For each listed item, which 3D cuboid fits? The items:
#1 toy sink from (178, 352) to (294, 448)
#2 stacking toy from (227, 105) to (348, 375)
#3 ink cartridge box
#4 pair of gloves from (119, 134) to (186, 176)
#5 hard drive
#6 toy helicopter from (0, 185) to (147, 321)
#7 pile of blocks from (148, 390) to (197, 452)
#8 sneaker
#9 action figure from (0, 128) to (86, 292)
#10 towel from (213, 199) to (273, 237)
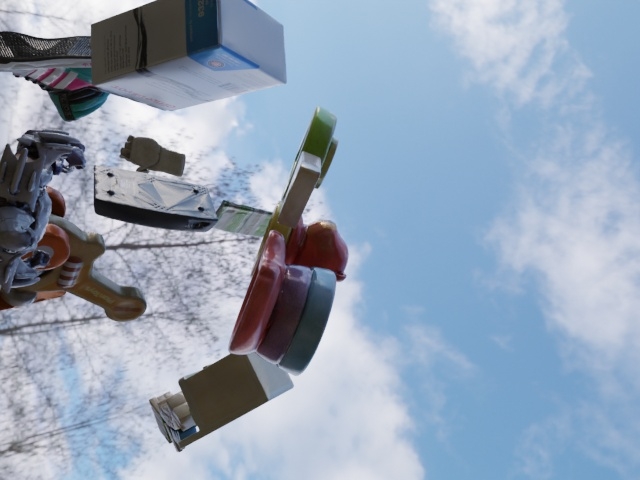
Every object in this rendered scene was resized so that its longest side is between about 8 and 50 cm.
[{"bbox_3d":[-0.204,0.321,1.221,0.234,0.153,0.131,-32,-102,14],"label":"toy sink"},{"bbox_3d":[0.000,0.000,0.715,0.309,0.130,0.279,-83,-164,-61],"label":"stacking toy"},{"bbox_3d":[-0.253,-0.361,1.102,0.307,0.223,0.129,-5,-94,27],"label":"ink cartridge box"},{"bbox_3d":[-0.530,-0.189,1.714,0.204,0.042,0.240,25,-78,4],"label":"pair of gloves"},{"bbox_3d":[-0.362,-0.087,1.232,0.054,0.255,0.172,-67,-150,25],"label":"hard drive"},{"bbox_3d":[-0.478,0.077,1.063,0.235,0.355,0.140,-37,-132,8],"label":"toy helicopter"},{"bbox_3d":[-0.340,0.452,1.464,0.149,0.113,0.362,65,-29,3],"label":"pile of blocks"},{"bbox_3d":[-0.582,-0.340,1.208,0.178,0.296,0.123,109,-32,-46],"label":"sneaker"},{"bbox_3d":[-0.333,-0.052,0.651,0.185,0.099,0.285,-57,-148,10],"label":"action figure"},{"bbox_3d":[-0.194,-0.053,1.425,0.113,0.152,0.023,-44,-135,46],"label":"towel"}]
